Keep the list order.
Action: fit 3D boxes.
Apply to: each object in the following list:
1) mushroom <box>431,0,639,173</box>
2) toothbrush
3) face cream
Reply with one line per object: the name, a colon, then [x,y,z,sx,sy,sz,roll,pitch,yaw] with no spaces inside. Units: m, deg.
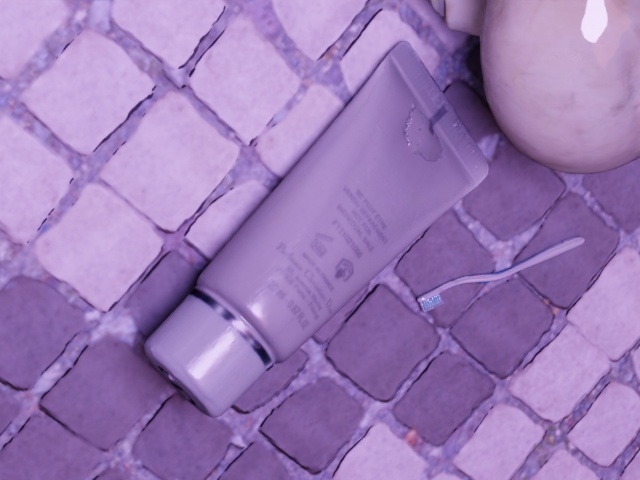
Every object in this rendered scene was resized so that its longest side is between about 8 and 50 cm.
mushroom: [0.183,-0.175,1.041,0.246,0.202,0.246,17,90,-71]
toothbrush: [0.154,0.024,1.193,0.162,0.014,0.017,-22,100,-16]
face cream: [0.000,0.000,1.081,0.314,0.089,0.143,-45,118,-14]
